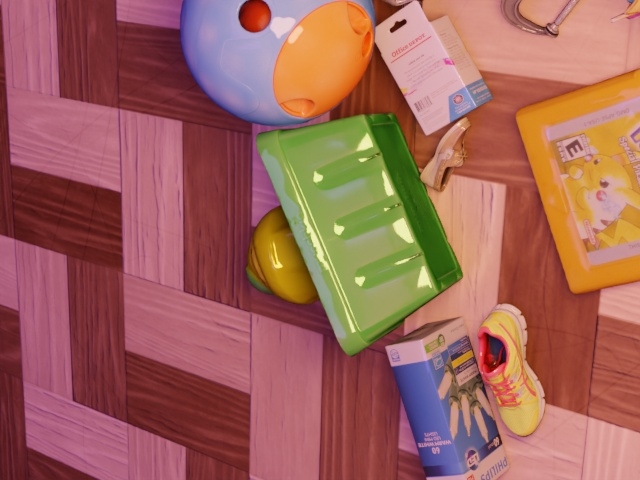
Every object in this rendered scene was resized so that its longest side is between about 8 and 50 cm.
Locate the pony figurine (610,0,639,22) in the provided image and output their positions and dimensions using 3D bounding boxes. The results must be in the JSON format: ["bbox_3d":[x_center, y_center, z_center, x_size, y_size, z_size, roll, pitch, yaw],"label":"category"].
[{"bbox_3d":[0.496,-0.421,1.334,0.363,0.303,0.351,-7,108,24],"label":"pony figurine"}]

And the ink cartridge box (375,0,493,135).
[{"bbox_3d":[0.166,-0.263,1.731,0.104,0.061,0.181,-28,91,41],"label":"ink cartridge box"}]

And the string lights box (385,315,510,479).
[{"bbox_3d":[0.202,0.265,1.825,0.076,0.133,0.260,-16,94,39],"label":"string lights box"}]

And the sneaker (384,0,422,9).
[{"bbox_3d":[0.142,-0.398,1.714,0.281,0.105,0.115,23,133,37],"label":"sneaker"}]

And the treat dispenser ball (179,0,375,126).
[{"bbox_3d":[-0.062,-0.311,1.694,0.288,0.288,0.288,12,110,35],"label":"treat dispenser ball"}]

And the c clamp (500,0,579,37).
[{"bbox_3d":[0.330,-0.334,1.589,0.137,0.022,0.161,30,137,-12],"label":"c clamp"}]

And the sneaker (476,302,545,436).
[{"bbox_3d":[0.280,0.208,1.773,0.081,0.094,0.209,-11,98,38],"label":"sneaker"}]

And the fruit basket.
[{"bbox_3d":[0.000,0.000,1.840,0.392,0.283,0.392,3,98,21],"label":"fruit basket"}]

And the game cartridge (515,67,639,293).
[{"bbox_3d":[0.450,-0.091,1.579,0.323,0.052,0.285,-17,93,41],"label":"game cartridge"}]

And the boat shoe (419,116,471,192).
[{"bbox_3d":[0.201,-0.130,1.766,0.045,0.050,0.135,43,135,16],"label":"boat shoe"}]
